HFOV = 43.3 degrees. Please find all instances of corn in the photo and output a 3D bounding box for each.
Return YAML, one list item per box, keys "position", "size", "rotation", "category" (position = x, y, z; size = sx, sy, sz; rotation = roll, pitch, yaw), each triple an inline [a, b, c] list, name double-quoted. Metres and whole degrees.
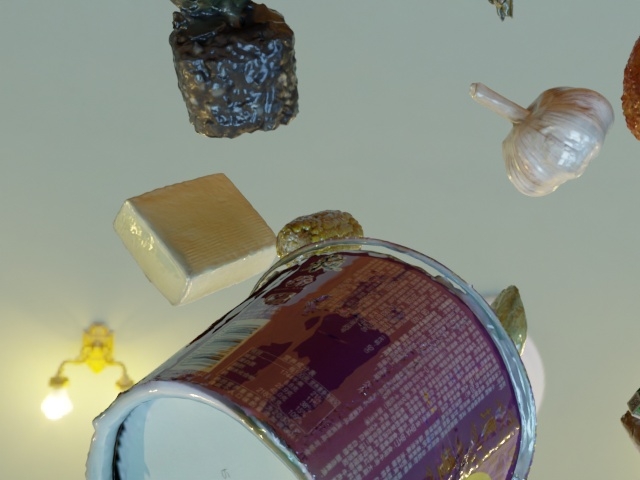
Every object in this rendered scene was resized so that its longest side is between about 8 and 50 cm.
- position: [0.000, 0.000, 1.513]
  size: [0.119, 0.119, 0.322]
  rotation: [16, -172, 20]
  category: "corn"

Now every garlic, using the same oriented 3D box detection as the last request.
- position: [0.346, -0.201, 1.321]
  size: [0.226, 0.199, 0.199]
  rotation: [37, -159, -3]
  category: "garlic"

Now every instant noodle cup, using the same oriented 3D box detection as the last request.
- position: [-0.014, 0.191, 0.689]
  size: [0.340, 0.339, 0.266]
  rotation: [19, -156, 26]
  category: "instant noodle cup"

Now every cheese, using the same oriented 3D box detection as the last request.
- position: [-0.257, -0.009, 1.702]
  size: [0.265, 0.124, 0.242]
  rotation: [-22, -112, -46]
  category: "cheese"

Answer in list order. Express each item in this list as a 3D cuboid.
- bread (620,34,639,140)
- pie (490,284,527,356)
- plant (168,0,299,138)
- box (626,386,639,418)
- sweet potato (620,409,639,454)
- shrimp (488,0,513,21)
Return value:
- position: [0.477, -0.243, 1.045]
  size: [0.139, 0.269, 0.095]
  rotation: [23, -164, 25]
  category: "bread"
- position: [0.288, 0.209, 1.459]
  size: [0.105, 0.274, 0.257]
  rotation: [27, -131, 0]
  category: "pie"
- position: [-0.158, -0.348, 1.401]
  size: [0.215, 0.312, 0.213]
  rotation: [-17, -153, -8]
  category: "plant"
- position: [0.535, 0.169, 1.074]
  size: [0.132, 0.235, 0.034]
  rotation: [25, -154, -9]
  category: "box"
- position: [0.572, 0.349, 1.227]
  size: [0.131, 0.131, 0.337]
  rotation: [-2, -164, -27]
  category: "sweet potato"
- position: [0.409, -0.624, 1.693]
  size: [0.168, 0.317, 0.077]
  rotation: [-9, -159, -21]
  category: "shrimp"
